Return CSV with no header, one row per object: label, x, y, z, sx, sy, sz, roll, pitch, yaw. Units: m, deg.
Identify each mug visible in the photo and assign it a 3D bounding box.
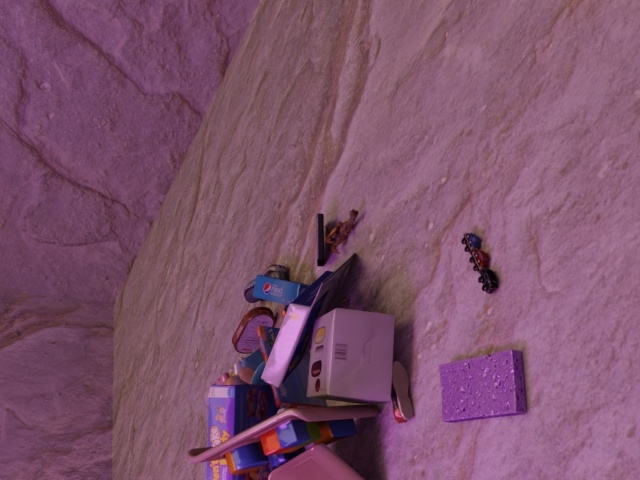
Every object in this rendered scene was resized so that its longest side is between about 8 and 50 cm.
mug,-0.139,0.438,2.015,0.158,0.097,0.129,-61,27,12

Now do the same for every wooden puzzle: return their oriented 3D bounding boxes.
wooden puzzle,-0.077,0.461,1.584,0.347,0.322,0.081,-28,66,28
wooden puzzle,0.015,0.576,1.602,0.239,0.221,0.044,-46,3,41

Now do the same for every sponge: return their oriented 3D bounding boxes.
sponge,0.308,0.285,1.336,0.210,0.031,0.117,-30,53,54

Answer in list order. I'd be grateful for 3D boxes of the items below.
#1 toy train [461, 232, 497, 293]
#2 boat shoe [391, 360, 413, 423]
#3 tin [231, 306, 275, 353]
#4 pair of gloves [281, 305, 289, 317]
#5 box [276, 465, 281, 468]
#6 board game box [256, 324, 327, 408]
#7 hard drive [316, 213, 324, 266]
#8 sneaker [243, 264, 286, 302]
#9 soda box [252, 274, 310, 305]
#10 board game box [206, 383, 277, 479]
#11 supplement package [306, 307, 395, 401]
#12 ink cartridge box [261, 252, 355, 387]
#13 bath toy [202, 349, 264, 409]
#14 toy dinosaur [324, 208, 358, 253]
toy train,0.326,0.040,1.414,0.036,0.027,0.158,-51,37,34
boat shoe,0.174,0.340,1.548,0.043,0.049,0.137,-44,46,49
tin,-0.216,0.292,2.228,0.190,0.106,0.040,-61,32,29
pair of gloves,-0.107,0.193,2.146,0.074,0.010,0.083,-38,64,42
box,-0.081,0.637,1.875,0.169,0.059,0.054,-35,51,52
board game box,-0.084,0.351,1.915,0.027,0.145,0.281,-60,32,28
hard drive,0.000,0.000,1.988,0.094,0.022,0.135,89,180,-76
sneaker,-0.182,0.169,2.249,0.224,0.083,0.098,-46,46,44
soda box,-0.112,0.154,2.083,0.210,0.067,0.071,8,86,47
board game box,-0.201,0.552,1.804,0.078,0.233,0.347,-5,78,24
supplement package,0.068,0.274,1.609,0.203,0.149,0.194,134,143,-69
ink cartridge box,-0.030,0.187,1.792,0.307,0.072,0.303,-70,-12,18
bath toy,-0.283,0.489,2.259,0.129,0.151,0.348,55,137,9
toy dinosaur,0.053,-0.020,1.936,0.112,0.064,0.211,-55,10,-31
